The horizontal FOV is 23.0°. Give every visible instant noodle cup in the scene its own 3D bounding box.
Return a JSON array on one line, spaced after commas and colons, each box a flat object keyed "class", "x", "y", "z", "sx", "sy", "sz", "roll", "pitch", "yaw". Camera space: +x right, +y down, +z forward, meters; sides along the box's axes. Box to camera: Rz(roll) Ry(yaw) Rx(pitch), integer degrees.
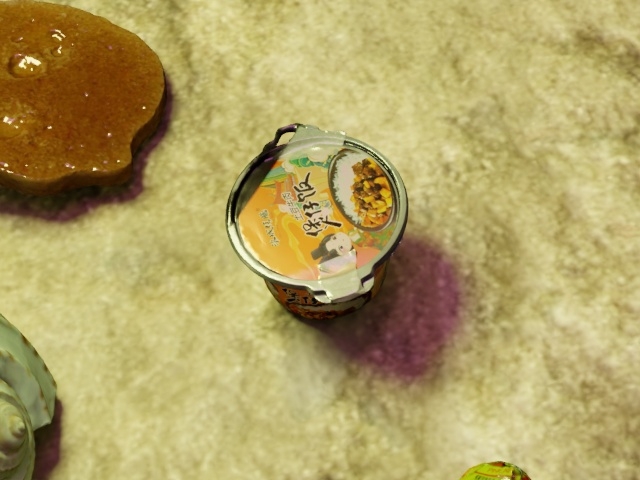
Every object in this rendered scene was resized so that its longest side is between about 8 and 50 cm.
[{"class": "instant noodle cup", "x": 0.000, "y": 0.000, "z": 1.564, "sx": 0.178, "sy": 0.125, "sz": 0.208, "roll": -2, "pitch": 58, "yaw": 3}]

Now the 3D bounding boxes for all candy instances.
[{"class": "candy", "x": 0.120, "y": 0.316, "z": 1.402, "sx": 0.077, "sy": 0.073, "sz": 0.262, "roll": 13, "pitch": 66, "yaw": 35}]

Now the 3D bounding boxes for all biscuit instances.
[{"class": "biscuit", "x": -0.307, "y": -0.157, "z": 1.705, "sx": 0.273, "sy": 0.049, "sz": 0.257, "roll": 13, "pitch": 53, "yaw": -3}]

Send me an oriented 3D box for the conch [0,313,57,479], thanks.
[{"class": "conch", "x": -0.412, "y": 0.150, "z": 1.468, "sx": 0.319, "sy": 0.215, "sz": 0.303, "roll": 8, "pitch": 49, "yaw": 9}]
